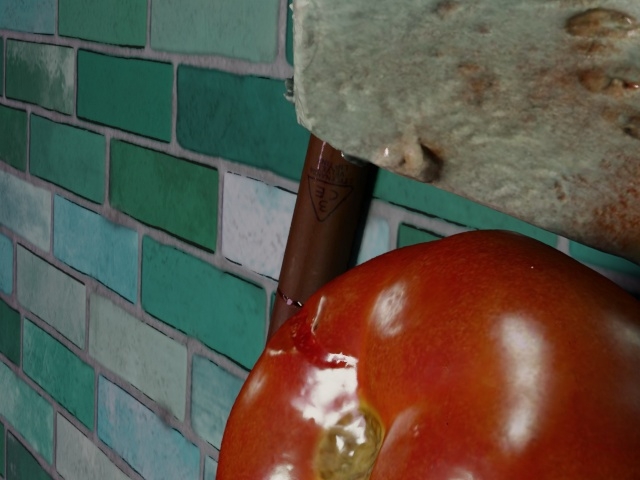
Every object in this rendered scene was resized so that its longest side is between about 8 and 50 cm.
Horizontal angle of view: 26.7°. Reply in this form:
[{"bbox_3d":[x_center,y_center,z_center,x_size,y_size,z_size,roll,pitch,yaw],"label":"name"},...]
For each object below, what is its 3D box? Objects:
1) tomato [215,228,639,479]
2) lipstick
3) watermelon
[{"bbox_3d":[0.089,0.148,0.730,0.298,0.226,0.298,-29,46,35],"label":"tomato"},{"bbox_3d":[0.000,0.000,1.119,0.057,0.057,0.357,48,133,50],"label":"lipstick"},{"bbox_3d":[0.077,-0.127,0.719,0.387,0.258,0.228,43,122,22],"label":"watermelon"}]
